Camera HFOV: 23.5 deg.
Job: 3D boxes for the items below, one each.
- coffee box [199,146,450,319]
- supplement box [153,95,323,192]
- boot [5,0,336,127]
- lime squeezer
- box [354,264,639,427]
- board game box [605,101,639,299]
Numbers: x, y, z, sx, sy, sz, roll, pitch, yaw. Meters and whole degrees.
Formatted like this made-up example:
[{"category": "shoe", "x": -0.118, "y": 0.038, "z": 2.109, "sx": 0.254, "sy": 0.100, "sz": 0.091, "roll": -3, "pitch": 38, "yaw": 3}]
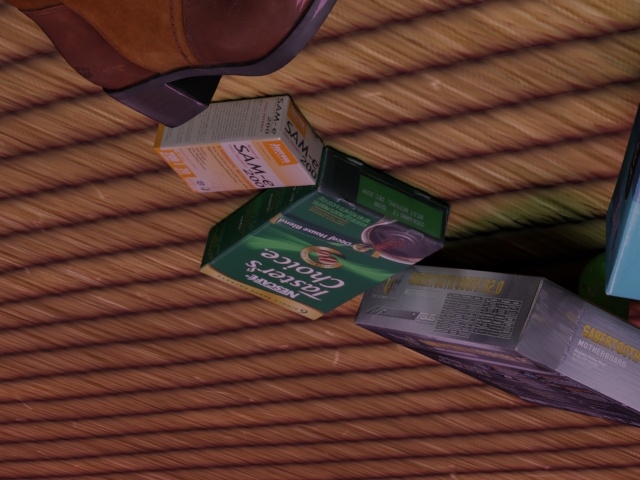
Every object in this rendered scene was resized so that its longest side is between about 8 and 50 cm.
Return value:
[{"category": "coffee box", "x": 0.000, "y": 0.000, "z": 1.153, "sx": 0.113, "sy": 0.040, "sz": 0.184, "roll": 25, "pitch": 149, "yaw": -24}, {"category": "supplement box", "x": -0.056, "y": -0.065, "z": 1.058, "sx": 0.098, "sy": 0.036, "sz": 0.062, "roll": -4, "pitch": 149, "yaw": 26}, {"category": "boot", "x": -0.132, "y": -0.194, "z": 0.828, "sx": 0.280, "sy": 0.096, "sz": 0.264, "roll": 33, "pitch": 153, "yaw": -22}, {"category": "lime squeezer", "x": 0.256, "y": 0.031, "z": 1.101, "sx": 0.110, "sy": 0.058, "sz": 0.310, "roll": 23, "pitch": 149, "yaw": -21}, {"category": "box", "x": 0.158, "y": 0.079, "z": 1.145, "sx": 0.183, "sy": 0.056, "sz": 0.231, "roll": 26, "pitch": 170, "yaw": -25}, {"category": "board game box", "x": 0.340, "y": -0.056, "z": 0.799, "sx": 0.336, "sy": 0.079, "sz": 0.253, "roll": 9, "pitch": 133, "yaw": 4}]
